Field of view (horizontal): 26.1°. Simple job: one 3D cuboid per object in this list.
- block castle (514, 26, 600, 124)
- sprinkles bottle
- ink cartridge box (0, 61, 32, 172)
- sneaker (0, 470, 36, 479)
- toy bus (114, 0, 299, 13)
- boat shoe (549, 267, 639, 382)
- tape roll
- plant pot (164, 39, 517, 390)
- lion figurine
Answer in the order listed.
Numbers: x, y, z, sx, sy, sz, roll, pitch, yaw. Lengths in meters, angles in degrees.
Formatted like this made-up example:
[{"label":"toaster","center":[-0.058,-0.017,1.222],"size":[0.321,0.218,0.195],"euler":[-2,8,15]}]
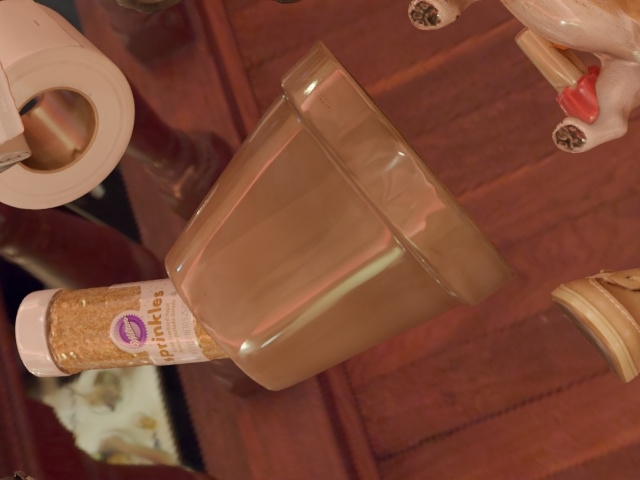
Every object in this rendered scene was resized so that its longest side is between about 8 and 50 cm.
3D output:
[{"label":"block castle","center":[0.505,-0.345,1.825],"size":[0.213,0.453,0.303],"euler":[46,52,-9]},{"label":"sprinkles bottle","center":[-0.228,0.110,1.859],"size":[0.355,0.121,0.121],"euler":[-7,72,18]},{"label":"ink cartridge box","center":[-0.324,-0.216,1.207],"size":[0.091,0.385,0.308],"euler":[-20,94,-28]},{"label":"sneaker","center":[-0.228,0.203,1.079],"size":[0.069,0.098,0.038],"euler":[29,71,-14]},{"label":"toy bus","center":[-0.075,-0.275,0.915],"size":[0.220,0.211,0.149],"euler":[-7,46,-9]},{"label":"boat shoe","center":[0.297,0.066,1.312],"size":[0.098,0.302,0.109],"euler":[-41,72,11]},{"label":"tape roll","center":[-0.400,-0.186,1.895],"size":[0.246,0.246,0.169],"euler":[-48,47,1]},{"label":"plant pot","center":[0.000,0.000,1.454],"size":[0.280,0.323,0.323],"euler":[-40,65,5]},{"label":"lion figurine","center":[0.225,-0.217,1.223],"size":[0.392,0.240,0.142],"euler":[44,132,-9]}]
